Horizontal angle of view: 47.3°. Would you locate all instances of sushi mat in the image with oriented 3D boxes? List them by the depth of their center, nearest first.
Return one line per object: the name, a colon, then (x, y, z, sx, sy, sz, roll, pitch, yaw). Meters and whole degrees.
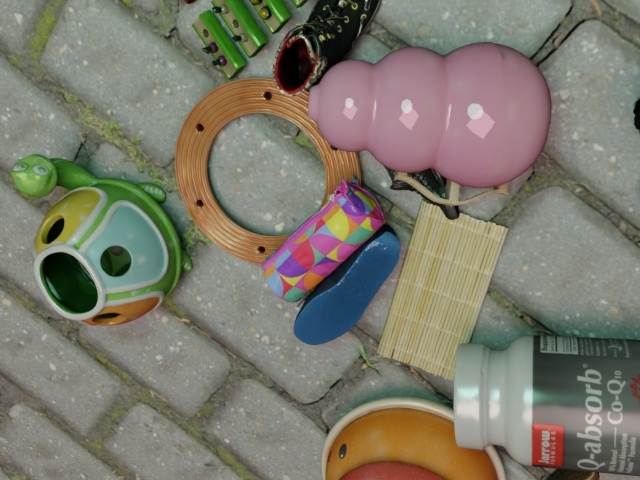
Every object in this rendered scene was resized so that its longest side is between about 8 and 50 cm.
sushi mat: (0.205, 0.094, 1.265, 0.151, 0.019, 0.316, 17, 114, 9)

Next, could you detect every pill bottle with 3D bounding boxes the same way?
pill bottle: (0.404, 0.258, 1.164, 0.363, 0.210, 0.210, 0, 111, 16)

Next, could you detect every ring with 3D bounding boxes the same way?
ring: (-0.092, -0.114, 1.265, 0.337, 0.032, 0.336, 6, 112, 15)

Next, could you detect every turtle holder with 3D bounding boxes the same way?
turtle holder: (-0.387, 0.001, 1.287, 0.243, 0.227, 0.320, 3, 112, 16)

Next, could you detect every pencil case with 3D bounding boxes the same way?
pencil case: (0.000, 0.000, 1.211, 0.104, 0.104, 0.236, 42, 116, -3)

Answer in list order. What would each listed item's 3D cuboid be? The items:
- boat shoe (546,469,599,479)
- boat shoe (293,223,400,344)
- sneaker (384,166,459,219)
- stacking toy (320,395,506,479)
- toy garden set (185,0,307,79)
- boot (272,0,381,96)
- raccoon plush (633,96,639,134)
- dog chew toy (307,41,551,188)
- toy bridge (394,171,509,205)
boat shoe: (0.438, 0.458, 1.318, 0.060, 0.064, 0.178, 37, 123, -6)
boat shoe: (0.054, 0.081, 1.271, 0.109, 0.089, 0.258, 40, 112, -16)
sneaker: (0.153, -0.098, 1.186, 0.089, 0.051, 0.170, -25, 93, 19)
stacking toy: (0.120, 0.514, 1.198, 0.351, 0.480, 0.350, 5, 112, 14)
toy garden set: (-0.143, -0.388, 1.112, 0.244, 0.049, 0.203, -32, 92, 47)
boot: (0.016, -0.320, 1.068, 0.085, 0.178, 0.236, 30, 115, 3)
raccoon plush: (0.574, -0.073, 0.900, 0.216, 0.446, 0.299, -25, 105, -10)
dog chew toy: (0.148, -0.183, 1.043, 0.332, 0.206, 0.206, 3, 113, -2)
toy bridge: (0.207, -0.087, 1.140, 0.188, 0.026, 0.063, 8, 85, -11)
